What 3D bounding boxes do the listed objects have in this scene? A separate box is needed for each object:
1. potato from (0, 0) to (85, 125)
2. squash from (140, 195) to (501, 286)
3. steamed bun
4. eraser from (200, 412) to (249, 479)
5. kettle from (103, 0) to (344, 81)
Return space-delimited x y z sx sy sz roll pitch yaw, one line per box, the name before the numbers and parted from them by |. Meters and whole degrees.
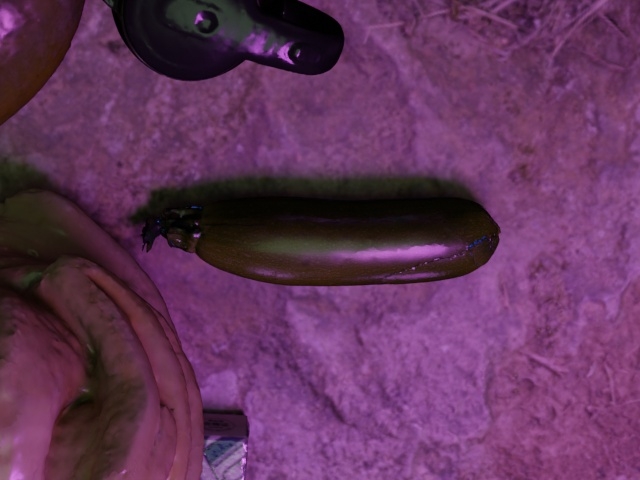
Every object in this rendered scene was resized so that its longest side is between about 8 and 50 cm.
potato | -0.323 -0.201 1.211 0.255 0.112 0.269 -19 111 3
squash | 0.000 -0.001 1.309 0.332 0.087 0.087 2 109 -2
steamed bun | -0.239 0.123 1.183 0.325 0.372 0.230 31 124 -5
eraser | -0.176 0.229 1.386 0.210 0.068 0.124 3 108 -3
kettle | -0.082 -0.188 1.161 0.202 0.232 0.144 23 107 -11
